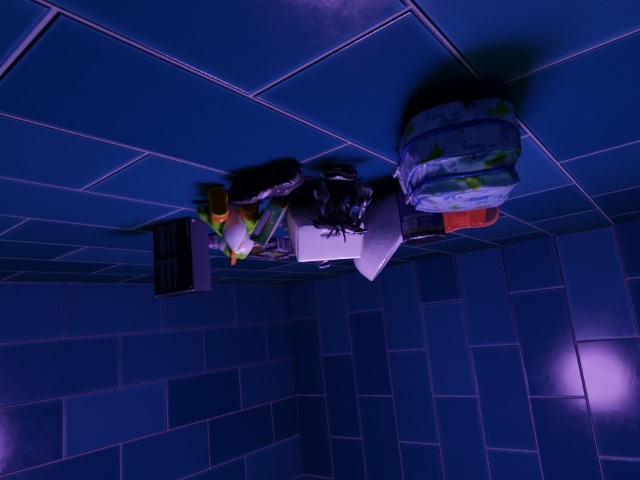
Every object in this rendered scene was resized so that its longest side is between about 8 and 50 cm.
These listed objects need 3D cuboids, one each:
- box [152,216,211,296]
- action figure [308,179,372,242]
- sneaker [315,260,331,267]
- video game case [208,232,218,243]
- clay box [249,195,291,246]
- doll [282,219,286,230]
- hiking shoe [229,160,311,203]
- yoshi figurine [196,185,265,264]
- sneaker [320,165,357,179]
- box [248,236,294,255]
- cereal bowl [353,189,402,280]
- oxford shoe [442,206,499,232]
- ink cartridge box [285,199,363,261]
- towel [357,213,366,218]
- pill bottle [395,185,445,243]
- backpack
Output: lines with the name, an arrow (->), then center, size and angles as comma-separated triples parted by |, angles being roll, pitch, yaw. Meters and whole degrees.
box -> -0.502, 0.064, 1.646 | 0.184, 0.261, 0.103 | -11, 168, 27
action figure -> 0.057, -0.101, 1.266 | 0.163, 0.141, 0.276 | 5, -154, 3
sneaker -> 0.000, 0.000, 1.735 | 0.131, 0.148, 0.350 | -19, 156, 0
video game case -> -0.376, 0.001, 1.967 | 0.210, 0.042, 0.232 | -12, 168, 21
clay box -> -0.144, -0.070, 1.359 | 0.053, 0.128, 0.222 | 29, -168, -5
doll -> -0.053, -0.062, 1.805 | 0.189, 0.046, 0.129 | 3, 158, -40
hiking shoe -> -0.139, -0.142, 1.240 | 0.226, 0.086, 0.114 | -12, 164, 26
yoshi figurine -> -0.272, -0.070, 1.462 | 0.203, 0.203, 0.362 | -44, 168, -24
sneaker -> 0.049, -0.187, 1.258 | 0.109, 0.040, 0.043 | 3, -179, -19
box -> -0.215, 0.045, 2.238 | 0.216, 0.060, 0.270 | -12, 168, 30
cereal bowl -> 0.213, -0.041, 1.519 | 0.141, 0.339, 0.339 | 36, 175, 11
oxford shoe -> 0.484, -0.092, 1.754 | 0.363, 0.130, 0.133 | 0, -176, 5
ink cartridge box -> 0.004, -0.038, 1.459 | 0.207, 0.117, 0.283 | -3, -160, -9
towel -> 0.286, -0.048, 1.784 | 0.282, 0.049, 0.187 | -2, -149, -16
pill bottle -> 0.281, -0.106, 1.298 | 0.122, 0.219, 0.123 | -6, 170, -1
backpack -> 0.303, -0.174, 0.989 | 0.290, 0.274, 0.355 | -1, 158, 8
